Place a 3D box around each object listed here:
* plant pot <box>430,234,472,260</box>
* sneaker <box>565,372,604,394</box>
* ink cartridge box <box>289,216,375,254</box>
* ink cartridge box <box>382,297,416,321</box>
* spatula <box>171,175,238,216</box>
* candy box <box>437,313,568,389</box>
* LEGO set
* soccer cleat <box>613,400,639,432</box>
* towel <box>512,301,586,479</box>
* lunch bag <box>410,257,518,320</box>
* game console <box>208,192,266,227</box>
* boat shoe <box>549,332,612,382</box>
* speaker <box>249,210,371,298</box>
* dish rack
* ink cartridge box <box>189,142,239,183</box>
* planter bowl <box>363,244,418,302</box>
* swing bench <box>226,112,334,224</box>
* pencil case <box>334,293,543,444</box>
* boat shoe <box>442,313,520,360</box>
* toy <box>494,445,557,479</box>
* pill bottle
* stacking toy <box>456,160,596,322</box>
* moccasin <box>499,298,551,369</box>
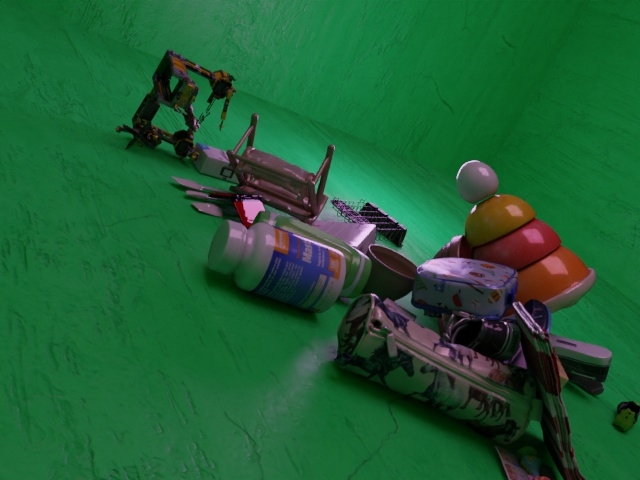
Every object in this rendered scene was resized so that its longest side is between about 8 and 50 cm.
[{"bbox_3d":[0.388,0.107,2.025,0.110,0.237,0.237,-9,3,25],"label":"plant pot"},{"bbox_3d":[0.736,0.384,1.967,0.152,0.053,0.061,39,11,13],"label":"sneaker"},{"bbox_3d":[0.000,0.000,1.898,0.261,0.066,0.296,6,13,14],"label":"ink cartridge box"},{"bbox_3d":[0.170,0.192,1.640,0.089,0.052,0.122,32,17,11],"label":"ink cartridge box"},{"bbox_3d":[-0.274,-0.106,1.866,0.242,0.019,0.168,12,22,-49],"label":"spatula"},{"bbox_3d":[0.464,0.279,1.778,0.317,0.087,0.183,28,17,-3],"label":"candy box"},{"bbox_3d":[-0.384,-0.352,1.913,0.255,0.331,0.192,32,21,-35],"label":"LEGO set"},{"bbox_3d":[0.833,0.461,1.849,0.060,0.072,0.179,36,19,22],"label":"soccer cleat"},{"bbox_3d":[0.455,0.304,1.381,0.037,0.328,0.237,-14,7,7],"label":"towel"},{"bbox_3d":[0.369,0.121,1.714,0.243,0.114,0.303,11,13,22],"label":"lunch bag"},{"bbox_3d":[-0.214,-0.081,1.837,0.124,0.085,0.144,6,5,25],"label":"game console"},{"bbox_3d":[0.648,0.321,1.923,0.301,0.102,0.108,12,18,24],"label":"boat shoe"},{"bbox_3d":[-0.031,0.036,1.652,0.297,0.131,0.131,24,18,-13],"label":"speaker"},{"bbox_3d":[0.153,-0.065,2.295,0.208,0.074,0.272,38,22,32],"label":"dish rack"},{"bbox_3d":[-0.295,-0.231,2.096,0.180,0.060,0.104,14,23,-38],"label":"ink cartridge box"},{"bbox_3d":[0.173,0.099,1.807,0.162,0.109,0.162,26,17,-9],"label":"planter bowl"},{"bbox_3d":[-0.113,-0.176,1.920,0.253,0.254,0.165,22,58,9],"label":"swing bench"},{"bbox_3d":[0.231,0.257,1.367,0.411,0.159,0.183,26,-9,-7],"label":"pencil case"},{"bbox_3d":[0.324,0.225,1.530,0.105,0.113,0.306,20,-12,-8],"label":"boat shoe"},{"bbox_3d":[0.417,0.463,1.259,0.137,0.056,0.237,24,18,-12],"label":"toy"},{"bbox_3d":[-0.095,0.050,1.477,0.272,0.152,0.152,21,19,-25],"label":"pill bottle"},{"bbox_3d":[0.531,-0.010,1.979,0.479,0.351,0.351,64,23,3],"label":"stacking toy"},{"bbox_3d":[0.447,0.247,1.595,0.117,0.137,0.342,29,44,6],"label":"moccasin"}]
